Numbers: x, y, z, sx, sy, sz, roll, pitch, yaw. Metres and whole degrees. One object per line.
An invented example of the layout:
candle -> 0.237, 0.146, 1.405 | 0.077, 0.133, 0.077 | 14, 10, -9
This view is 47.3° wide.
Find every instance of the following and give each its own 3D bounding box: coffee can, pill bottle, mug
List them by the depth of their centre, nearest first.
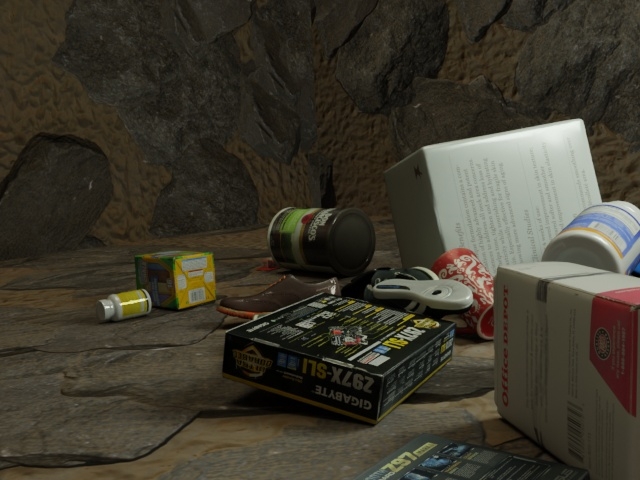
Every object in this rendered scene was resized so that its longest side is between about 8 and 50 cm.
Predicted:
mug -> 0.293, 0.119, 1.403 | 0.113, 0.150, 0.169 | -3, 30, -23
pill bottle -> 0.555, 0.013, 1.450 | 0.152, 0.152, 0.272 | 2, 20, 37
pill bottle -> -0.461, 0.153, 1.708 | 0.116, 0.065, 0.065 | -10, 9, -43
coffee can -> 0.000, 0.000, 2.227 | 0.201, 0.201, 0.275 | -9, 9, -43

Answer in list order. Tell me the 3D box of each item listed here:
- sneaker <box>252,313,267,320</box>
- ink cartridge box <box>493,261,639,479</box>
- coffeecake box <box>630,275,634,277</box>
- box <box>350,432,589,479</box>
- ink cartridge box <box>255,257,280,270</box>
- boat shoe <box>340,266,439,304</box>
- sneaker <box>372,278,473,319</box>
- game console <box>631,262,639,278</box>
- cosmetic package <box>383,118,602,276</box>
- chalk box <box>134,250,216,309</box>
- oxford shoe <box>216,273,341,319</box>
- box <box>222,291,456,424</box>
sneaker -> -0.083, 0.181, 1.322 | 0.086, 0.064, 0.192 | -2, 12, 0
ink cartridge box -> 0.313, 0.142, 0.835 | 0.117, 0.207, 0.283 | -4, 7, -12
coffeecake box -> 0.676, 0.095, 1.666 | 0.142, 0.068, 0.185 | -2, 7, 0
box -> 0.107, 0.250, 0.643 | 0.183, 0.059, 0.233 | 3, 10, 39
ink cartridge box -> -0.158, 0.075, 2.390 | 0.063, 0.029, 0.115 | 1, 8, 30
boat shoe -> 0.132, 0.116, 1.496 | 0.113, 0.127, 0.340 | -7, 6, -21
sneaker -> 0.194, 0.136, 1.310 | 0.079, 0.121, 0.217 | -29, 20, -35
game console -> 0.821, 0.085, 1.531 | 0.250, 0.173, 0.293 | -37, 39, -17
cosmetic package -> 0.401, -0.068, 1.727 | 0.394, 0.329, 0.327 | -11, -2, -11
chalk box -> -0.387, 0.096, 1.879 | 0.213, 0.132, 0.132 | 3, 8, 40
oxford shoe -> -0.089, 0.124, 1.585 | 0.271, 0.098, 0.097 | -1, -6, 0
box -> 0.040, 0.168, 1.149 | 0.257, 0.079, 0.322 | 13, 13, 26
